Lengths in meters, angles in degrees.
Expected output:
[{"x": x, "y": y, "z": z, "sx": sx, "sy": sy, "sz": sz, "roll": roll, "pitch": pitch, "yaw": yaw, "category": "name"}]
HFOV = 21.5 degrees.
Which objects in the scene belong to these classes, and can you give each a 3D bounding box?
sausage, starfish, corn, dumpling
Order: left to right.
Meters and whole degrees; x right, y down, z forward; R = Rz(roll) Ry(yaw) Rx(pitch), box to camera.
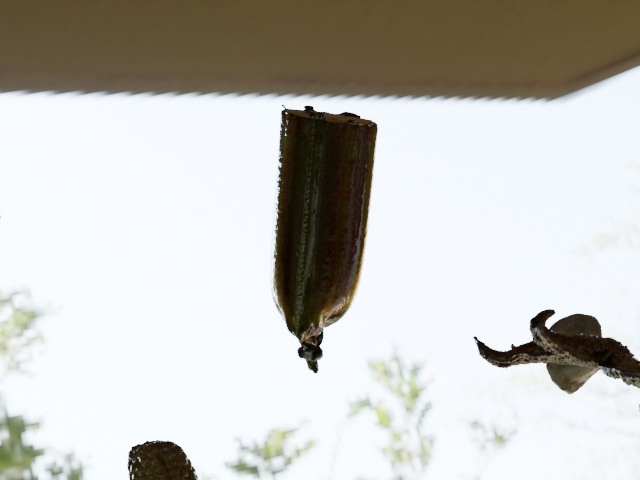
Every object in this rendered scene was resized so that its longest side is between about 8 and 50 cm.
[{"x": -0.140, "y": 0.375, "z": 1.878, "sx": 0.097, "sy": 0.320, "sz": 0.097, "roll": -18, "pitch": -1, "yaw": 0, "category": "corn"}, {"x": 0.001, "y": 0.000, "z": 1.981, "sx": 0.117, "sy": 0.317, "sz": 0.125, "roll": 3, "pitch": 4, "yaw": -8, "category": "sausage"}, {"x": 0.261, "y": 0.113, "z": 1.726, "sx": 0.057, "sy": 0.052, "sz": 0.076, "roll": 33, "pitch": -79, "yaw": -35, "category": "dumpling"}, {"x": 0.255, "y": 0.111, "z": 1.508, "sx": 0.238, "sy": 0.057, "sz": 0.213, "roll": 16, "pitch": -5, "yaw": -10, "category": "starfish"}]

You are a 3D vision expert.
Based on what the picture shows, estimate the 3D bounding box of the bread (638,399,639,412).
[{"x": 0.421, "y": 0.163, "z": 1.562, "sx": 0.161, "sy": 0.233, "sz": 0.088, "roll": -49, "pitch": -32, "yaw": -1, "category": "bread"}]
